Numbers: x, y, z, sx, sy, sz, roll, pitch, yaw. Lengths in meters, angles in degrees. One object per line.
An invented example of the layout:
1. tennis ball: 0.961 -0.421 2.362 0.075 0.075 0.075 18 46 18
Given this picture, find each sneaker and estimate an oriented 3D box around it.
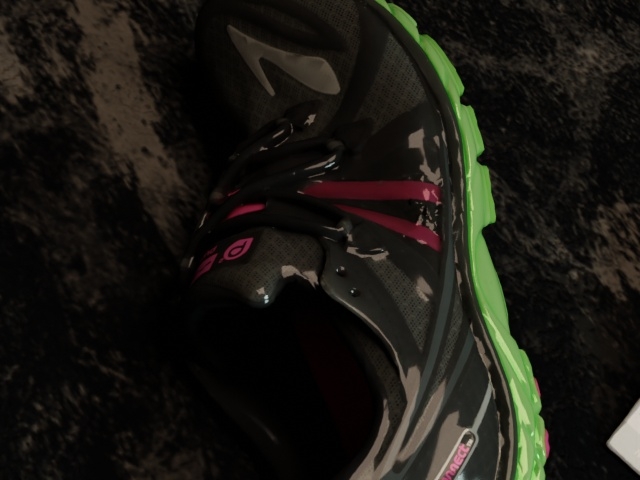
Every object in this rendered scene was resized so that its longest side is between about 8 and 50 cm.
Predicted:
1. sneaker: 0.000 0.000 1.280 0.202 0.185 0.483 8 49 -36

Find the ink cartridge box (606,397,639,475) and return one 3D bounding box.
1. ink cartridge box: 0.373 0.167 1.508 0.275 0.060 0.239 42 66 1
